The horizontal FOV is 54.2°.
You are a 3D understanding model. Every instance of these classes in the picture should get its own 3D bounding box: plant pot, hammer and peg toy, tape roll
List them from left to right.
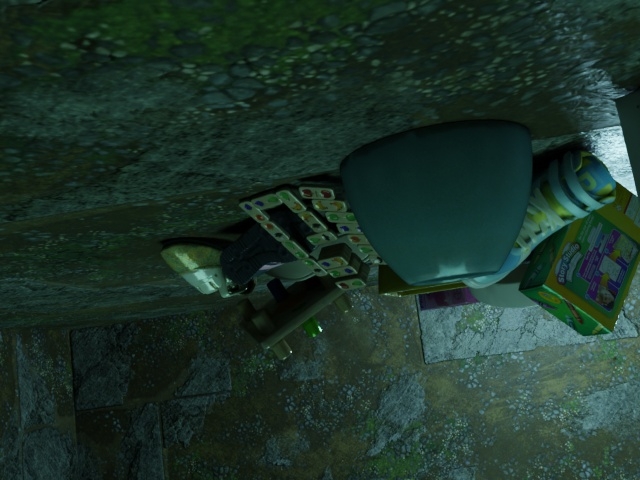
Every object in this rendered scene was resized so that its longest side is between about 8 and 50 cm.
[{"bbox_3d":[-0.026,0.129,1.542,0.361,0.127,0.266,-36,-167,-14],"label":"hammer and peg toy"},{"bbox_3d":[0.231,0.008,1.295,0.212,0.187,0.212,-11,171,17],"label":"plant pot"},{"bbox_3d":[0.186,-0.038,0.949,0.290,0.196,0.290,-8,172,-1],"label":"plant pot"},{"bbox_3d":[0.537,0.031,1.511,0.391,0.072,0.392,-22,-164,7],"label":"tape roll"}]

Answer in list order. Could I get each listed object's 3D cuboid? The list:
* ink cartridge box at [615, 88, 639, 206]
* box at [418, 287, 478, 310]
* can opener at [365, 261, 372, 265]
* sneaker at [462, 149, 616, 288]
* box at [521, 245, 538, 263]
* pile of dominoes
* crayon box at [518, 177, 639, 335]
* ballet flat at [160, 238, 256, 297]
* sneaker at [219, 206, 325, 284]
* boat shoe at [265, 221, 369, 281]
[{"bbox_3d":[0.558,-0.017,0.787,0.279,0.385,0.160,-2,169,-33],"label":"ink cartridge box"},{"bbox_3d":[0.376,0.080,1.782,0.117,0.214,0.243,-5,171,-21],"label":"box"},{"bbox_3d":[0.144,-0.002,1.428,0.186,0.059,0.073,-37,178,-6],"label":"can opener"},{"bbox_3d":[0.367,-0.050,1.051,0.319,0.127,0.208,-41,-177,-29],"label":"sneaker"},{"bbox_3d":[0.496,-0.039,1.331,0.158,0.156,0.093,-15,167,38],"label":"box"},{"bbox_3d":[0.000,0.000,1.087,0.196,0.040,0.251,-14,135,39],"label":"pile of dominoes"},{"bbox_3d":[0.509,0.018,1.183,0.165,0.278,0.081,34,161,-8],"label":"crayon box"},{"bbox_3d":[-0.250,0.077,1.489,0.123,0.123,0.348,-11,167,19],"label":"ballet flat"},{"bbox_3d":[-0.081,-0.010,1.283,0.319,0.112,0.131,-23,-170,46],"label":"sneaker"},{"bbox_3d":[-0.003,0.019,1.407,0.335,0.112,0.095,-9,-165,35],"label":"boat shoe"}]
